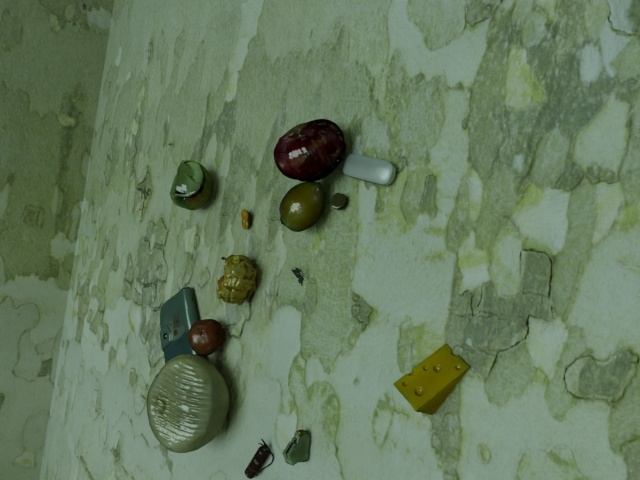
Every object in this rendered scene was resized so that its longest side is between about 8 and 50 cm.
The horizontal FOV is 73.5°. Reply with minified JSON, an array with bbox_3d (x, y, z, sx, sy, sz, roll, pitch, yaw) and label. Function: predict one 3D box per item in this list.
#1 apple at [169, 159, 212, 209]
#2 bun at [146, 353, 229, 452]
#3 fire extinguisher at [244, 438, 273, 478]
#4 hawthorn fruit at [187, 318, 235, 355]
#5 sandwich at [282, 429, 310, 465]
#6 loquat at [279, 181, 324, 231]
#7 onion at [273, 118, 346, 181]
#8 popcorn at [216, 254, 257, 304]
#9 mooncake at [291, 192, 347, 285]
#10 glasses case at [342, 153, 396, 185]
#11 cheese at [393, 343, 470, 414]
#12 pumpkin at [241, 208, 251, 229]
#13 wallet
[{"bbox_3d":[-0.574,-0.243,1.914,0.207,0.174,0.188,-18,53,40],"label":"apple"},{"bbox_3d":[-0.505,0.632,1.691,0.326,0.234,0.361,-16,70,19],"label":"bun"},{"bbox_3d":[-0.215,0.791,1.541,0.078,0.045,0.157,32,106,10],"label":"fire extinguisher"},{"bbox_3d":[-0.460,0.377,1.744,0.189,0.149,0.149,-54,54,22],"label":"hawthorn fruit"},{"bbox_3d":[-0.077,0.674,1.400,0.036,0.093,0.104,2,83,48],"label":"sandwich"},{"bbox_3d":[-0.059,-0.119,1.458,0.195,0.152,0.152,-44,57,10],"label":"loquat"},{"bbox_3d":[-0.033,-0.296,1.420,0.247,0.190,0.246,-19,37,16],"label":"onion"},{"bbox_3d":[-0.316,0.153,1.659,0.163,0.140,0.194,0,74,49],"label":"popcorn"},{"bbox_3d":[-0.009,-0.001,1.459,0.347,0.057,0.150,-46,60,25],"label":"mooncake"},{"bbox_3d":[0.151,-0.224,1.352,0.197,0.049,0.076,22,98,41],"label":"glasses case"},{"bbox_3d":[0.300,0.360,1.127,0.171,0.126,0.093,-47,48,4],"label":"cheese"},{"bbox_3d":[-0.298,-0.086,1.741,0.050,0.028,0.083,13,101,43],"label":"pumpkin"},{"bbox_3d":[-0.635,0.416,1.935,0.252,0.083,0.360,-31,63,28],"label":"wallet"}]
